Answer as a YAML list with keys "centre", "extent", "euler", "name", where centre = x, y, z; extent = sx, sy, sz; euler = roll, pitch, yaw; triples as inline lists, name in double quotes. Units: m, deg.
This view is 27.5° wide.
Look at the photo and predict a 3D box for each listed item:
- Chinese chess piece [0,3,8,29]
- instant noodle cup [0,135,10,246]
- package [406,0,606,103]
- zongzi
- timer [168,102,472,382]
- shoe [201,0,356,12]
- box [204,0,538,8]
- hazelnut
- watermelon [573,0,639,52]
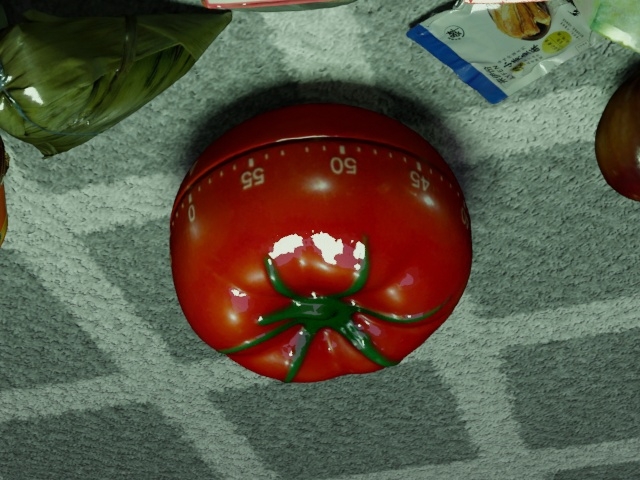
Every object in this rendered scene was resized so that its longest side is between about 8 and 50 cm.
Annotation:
- centre: [-0.473, -0.225, 1.459]
  extent: [0.250, 0.101, 0.250]
  euler: [0, 145, 0]
  name: "Chinese chess piece"
- centre: [-0.484, -0.054, 1.634]
  extent: [0.213, 0.213, 0.174]
  euler: [1, 153, -2]
  name: "instant noodle cup"
- centre: [0.215, -0.238, 1.510]
  extent: [0.173, 0.027, 0.171]
  euler: [-32, 134, 33]
  name: "package"
- centre: [-0.228, -0.199, 1.390]
  extent: [0.274, 0.125, 0.251]
  euler: [-26, 177, 2]
  name: "zongzi"
- centre: [0.000, 0.000, 1.637]
  extent: [0.378, 0.279, 0.378]
  euler: [-1, 143, -1]
  name: "timer"
- centre: [-0.048, -0.280, 1.420]
  extent: [0.194, 0.074, 0.077]
  euler: [5, 157, -3]
  name: "shoe"
- centre: [0.035, -0.391, 1.001]
  extent: [0.300, 0.312, 0.314]
  euler: [-1, 142, 16]
  name: "box"
- centre: [0.428, -0.132, 1.562]
  extent: [0.204, 0.178, 0.178]
  euler: [-11, 144, 7]
  name: "hazelnut"
- centre: [0.406, -0.277, 1.352]
  extent: [0.305, 0.224, 0.180]
  euler: [7, -175, -24]
  name: "watermelon"
